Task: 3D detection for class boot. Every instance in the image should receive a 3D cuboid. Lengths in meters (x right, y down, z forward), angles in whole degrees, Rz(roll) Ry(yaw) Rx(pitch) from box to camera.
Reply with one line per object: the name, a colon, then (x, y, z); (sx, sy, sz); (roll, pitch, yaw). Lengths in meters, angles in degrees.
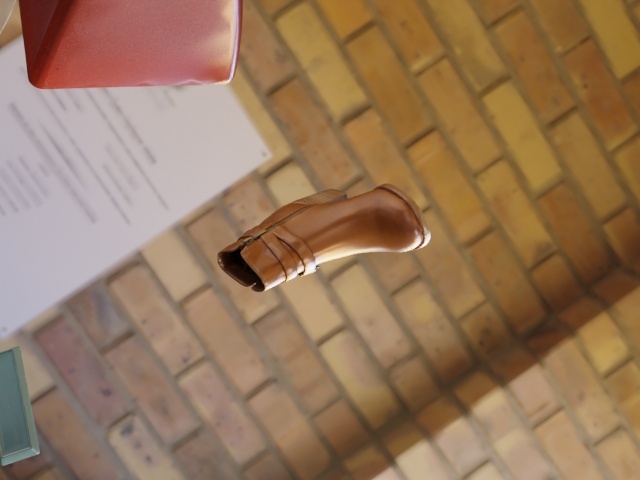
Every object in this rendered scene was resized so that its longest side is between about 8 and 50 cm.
boot: (0.000, 0.000, 1.826); (0.283, 0.220, 0.109); (17, -52, 50)

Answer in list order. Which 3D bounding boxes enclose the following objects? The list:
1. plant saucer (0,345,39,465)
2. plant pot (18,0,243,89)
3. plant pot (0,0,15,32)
plant saucer: (-0.504, 0.264, 2.068); (0.018, 0.067, 0.192); (65, 7, -65)
plant pot: (-0.225, -0.358, 1.562); (0.236, 0.267, 0.267); (132, -50, -63)
plant pot: (-0.420, -0.235, 0.995); (0.274, 0.256, 0.256); (44, 3, -40)
